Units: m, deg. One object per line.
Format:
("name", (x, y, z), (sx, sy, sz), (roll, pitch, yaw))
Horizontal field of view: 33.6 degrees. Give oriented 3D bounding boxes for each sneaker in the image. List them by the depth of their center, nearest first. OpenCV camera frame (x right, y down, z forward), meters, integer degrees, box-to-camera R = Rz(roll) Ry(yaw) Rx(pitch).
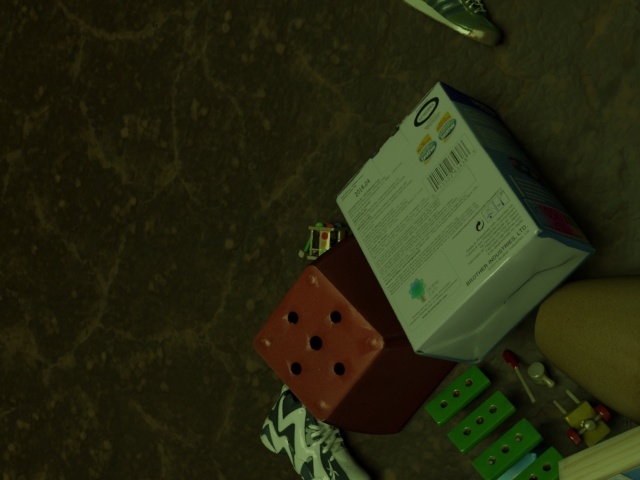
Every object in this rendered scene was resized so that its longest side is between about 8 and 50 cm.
("sneaker", (0.218, -0.386, 1.688), (0.192, 0.064, 0.086), (36, 115, 29))
("sneaker", (0.006, 0.330, 1.838), (0.235, 0.094, 0.153), (33, 118, 37))

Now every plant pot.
("plant pot", (0.440, 0.142, 1.497), (0.254, 0.237, 0.237), (16, 101, 44))
("plant pot", (0.052, 0.154, 1.718), (0.267, 0.235, 0.267), (46, 115, 22))

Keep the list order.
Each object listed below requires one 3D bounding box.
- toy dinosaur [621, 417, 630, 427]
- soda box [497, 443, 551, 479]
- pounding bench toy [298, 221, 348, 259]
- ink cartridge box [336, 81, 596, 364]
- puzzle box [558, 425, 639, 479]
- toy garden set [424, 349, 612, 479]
("toy dinosaur", (0.470, 0.241, 1.575), (0.082, 0.047, 0.090), (29, 97, 9))
("soda box", (0.318, 0.426, 1.662), (0.071, 0.067, 0.210), (1, 93, 32))
("pounding bench toy", (0.000, 0.000, 1.852), (0.083, 0.052, 0.065), (4, 94, 32))
("ink cartridge box", (0.195, -0.050, 1.624), (0.270, 0.151, 0.395), (-48, 48, 25))
("puzzle box", (0.547, 0.282, 1.349), (0.409, 0.272, 0.052), (-37, 37, 40))
("toy garden set", (0.310, 0.278, 1.631), (0.204, 0.049, 0.244), (-40, 44, -1))
